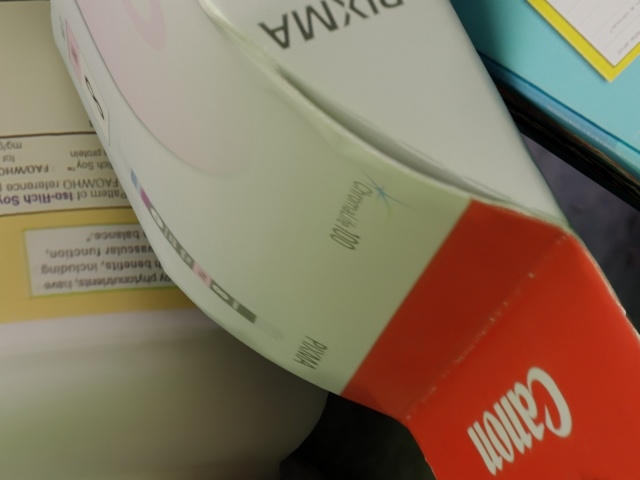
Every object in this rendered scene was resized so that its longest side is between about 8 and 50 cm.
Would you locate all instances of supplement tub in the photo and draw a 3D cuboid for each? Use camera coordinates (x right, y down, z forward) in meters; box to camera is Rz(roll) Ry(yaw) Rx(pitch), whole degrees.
[{"bbox_3d":[-0.126,-0.021,0.628,0.241,0.241,0.331,-18,77,42],"label":"supplement tub"}]

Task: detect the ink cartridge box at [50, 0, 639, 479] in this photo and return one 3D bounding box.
[{"bbox_3d":[0.000,0.000,0.417,0.189,0.066,0.232,112,136,-71],"label":"ink cartridge box"}]

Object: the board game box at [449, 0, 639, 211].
[{"bbox_3d":[0.133,-0.116,0.367,0.254,0.079,0.336,-52,33,5],"label":"board game box"}]
